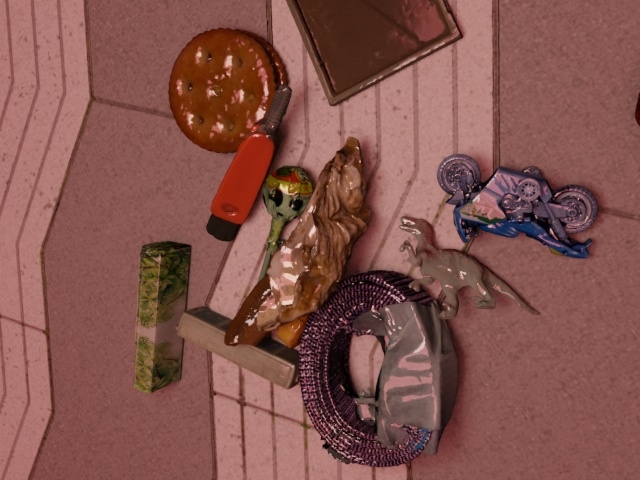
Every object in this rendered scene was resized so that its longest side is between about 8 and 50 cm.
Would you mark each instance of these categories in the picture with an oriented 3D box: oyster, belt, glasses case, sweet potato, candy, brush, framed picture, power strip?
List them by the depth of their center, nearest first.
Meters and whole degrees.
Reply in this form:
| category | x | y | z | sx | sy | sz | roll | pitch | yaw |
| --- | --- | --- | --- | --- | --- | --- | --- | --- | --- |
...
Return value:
| category | x | y | z | sx | sy | sz | roll | pitch | yaw |
| --- | --- | --- | --- | --- | --- | --- | --- | --- | --- |
| oyster | 0.003 | 0.002 | 1.212 | 0.110 | 0.166 | 0.341 | 29 | 77 | -15 |
| framed picture | 0.057 | -0.427 | 1.223 | 0.247 | 0.022 | 0.335 | -25 | 87 | 22 |
| belt | 0.095 | 0.211 | 1.238 | 0.260 | 0.122 | 0.325 | 4 | 95 | 28 |
| brush | -0.122 | -0.125 | 1.277 | 0.070 | 0.051 | 0.323 | 24 | 120 | -6 |
| sweet potato | -0.077 | 0.094 | 1.300 | 0.077 | 0.077 | 0.244 | 37 | 80 | 14 |
| candy | -0.084 | 0.012 | 1.314 | 0.091 | 0.083 | 0.306 | 39 | 120 | 45 |
| power strip | -0.143 | 0.190 | 1.350 | 0.272 | 0.078 | 0.052 | 23 | 103 | 18 |
| glasses case | -0.304 | 0.141 | 1.400 | 0.062 | 0.095 | 0.272 | 11 | 100 | 25 |

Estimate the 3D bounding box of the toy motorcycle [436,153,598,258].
| category | x | y | z | sx | sy | sz | roll | pitch | yaw |
| --- | --- | --- | --- | --- | --- | --- | --- | --- | --- |
| toy motorcycle | 0.294 | -0.044 | 1.143 | 0.254 | 0.092 | 0.136 | 16 | 112 | 10 |

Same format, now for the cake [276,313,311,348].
| category | x | y | z | sx | sy | sz | roll | pitch | yaw |
| --- | --- | --- | --- | --- | --- | --- | --- | --- | --- |
| cake | -0.039 | 0.148 | 1.303 | 0.044 | 0.084 | 0.084 | 34 | 108 | 17 |

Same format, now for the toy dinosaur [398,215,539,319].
| category | x | y | z | sx | sy | sz | roll | pitch | yaw |
| --- | --- | --- | --- | --- | --- | --- | --- | --- | --- |
| toy dinosaur | 0.237 | 0.053 | 1.193 | 0.242 | 0.167 | 0.053 | 12 | 145 | -1 |

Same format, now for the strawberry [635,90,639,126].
| category | x | y | z | sx | sy | sz | roll | pitch | yaw |
| --- | --- | --- | --- | --- | --- | --- | --- | --- | --- |
| strawberry | 0.543 | -0.209 | 0.948 | 0.276 | 0.257 | 0.257 | -14 | 91 | 38 |

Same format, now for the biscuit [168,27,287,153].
| category | x | y | z | sx | sy | sz | roll | pitch | yaw |
| --- | --- | --- | --- | --- | --- | --- | --- | --- | --- |
| biscuit | -0.166 | -0.264 | 1.311 | 0.220 | 0.066 | 0.221 | 4 | 99 | 22 |
